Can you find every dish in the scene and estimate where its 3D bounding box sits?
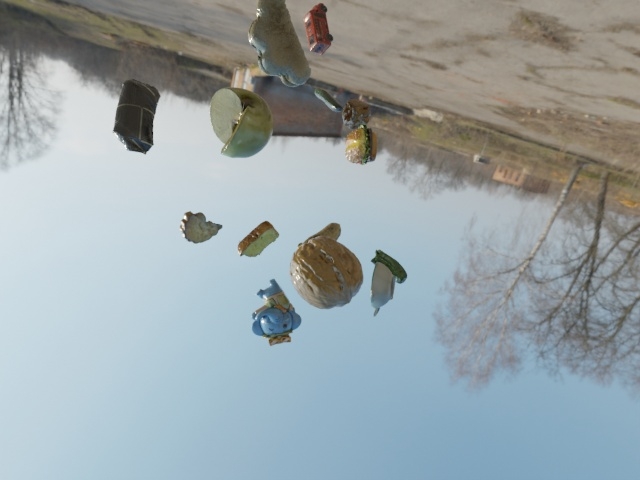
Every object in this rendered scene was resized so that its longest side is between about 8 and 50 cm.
[{"bbox_3d":[0.270,0.207,1.695,0.078,0.246,0.224,6,-155,19],"label":"dish"}]

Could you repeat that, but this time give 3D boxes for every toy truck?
[{"bbox_3d":[-0.018,-1.152,2.164,0.114,0.252,0.107,-7,173,-32],"label":"toy truck"}]

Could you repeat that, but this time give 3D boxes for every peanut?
[{"bbox_3d":[0.000,0.000,1.708,0.214,0.099,0.099,-27,-153,-5],"label":"peanut"}]

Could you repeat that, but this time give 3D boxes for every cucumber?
[{"bbox_3d":[0.034,-0.683,1.930,0.056,0.056,0.284,4,-147,-32],"label":"cucumber"}]

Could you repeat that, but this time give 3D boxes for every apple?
[{"bbox_3d":[-0.333,-0.503,1.744,0.233,0.258,0.295,-8,-127,-36],"label":"apple"}]

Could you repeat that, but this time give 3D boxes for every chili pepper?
[{"bbox_3d":[0.361,0.135,2.105,0.224,0.098,0.061,42,169,22],"label":"chili pepper"}]

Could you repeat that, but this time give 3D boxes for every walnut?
[{"bbox_3d":[0.018,0.095,1.120,0.213,0.213,0.213,14,-162,-5],"label":"walnut"}]

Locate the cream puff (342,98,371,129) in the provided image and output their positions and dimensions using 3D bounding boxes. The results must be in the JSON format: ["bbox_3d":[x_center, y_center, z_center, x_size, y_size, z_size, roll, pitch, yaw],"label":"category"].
[{"bbox_3d":[0.145,-0.501,1.583,0.094,0.116,0.122,-11,180,-28],"label":"cream puff"}]

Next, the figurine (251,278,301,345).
[{"bbox_3d":[-0.194,0.297,1.616,0.180,0.262,0.154,-32,-162,-35],"label":"figurine"}]

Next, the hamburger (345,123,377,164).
[{"bbox_3d":[0.133,-0.330,1.387,0.087,0.137,0.166,-2,-173,-14],"label":"hamburger"}]

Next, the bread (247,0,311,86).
[{"bbox_3d":[-0.169,-0.751,1.531,0.183,0.337,0.102,-32,-156,-19],"label":"bread"}]

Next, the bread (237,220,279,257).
[{"bbox_3d":[-0.263,-0.001,1.684,0.065,0.187,0.103,49,-172,29],"label":"bread"}]

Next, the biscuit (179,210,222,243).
[{"bbox_3d":[-0.442,-0.049,1.426,0.061,0.118,0.183,43,-179,24],"label":"biscuit"}]

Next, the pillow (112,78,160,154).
[{"bbox_3d":[-0.769,-0.520,1.678,0.162,0.335,0.092,9,162,-24],"label":"pillow"}]
